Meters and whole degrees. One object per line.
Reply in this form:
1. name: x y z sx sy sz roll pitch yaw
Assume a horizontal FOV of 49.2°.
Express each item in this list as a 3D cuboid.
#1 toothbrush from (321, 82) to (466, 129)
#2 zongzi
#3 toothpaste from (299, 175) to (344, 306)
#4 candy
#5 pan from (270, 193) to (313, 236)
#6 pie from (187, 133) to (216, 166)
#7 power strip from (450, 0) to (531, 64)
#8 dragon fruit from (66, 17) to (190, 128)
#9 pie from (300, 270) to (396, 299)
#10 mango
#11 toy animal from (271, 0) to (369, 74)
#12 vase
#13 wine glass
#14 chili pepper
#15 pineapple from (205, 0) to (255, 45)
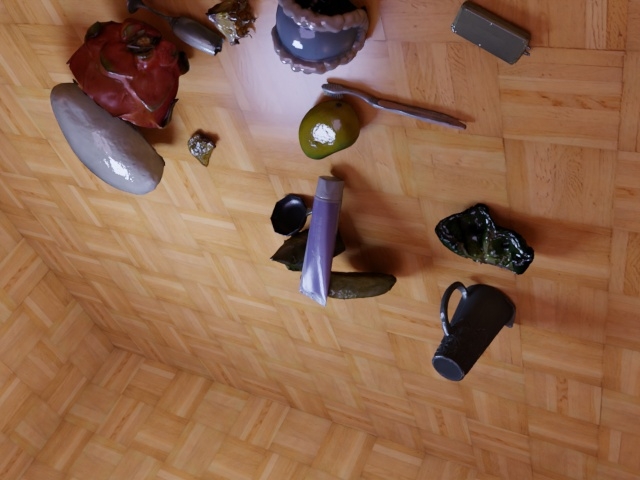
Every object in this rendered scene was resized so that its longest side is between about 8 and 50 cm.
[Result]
1. toothbrush: 0.172 -0.322 1.686 0.375 0.028 0.037 19 152 19
2. zongzi: -0.095 0.047 2.201 0.251 0.274 0.125 -28 84 55
3. toothpaste: 0.000 0.000 2.028 0.125 0.080 0.371 25 111 44
4. candy: -0.675 -0.312 2.165 0.386 0.186 0.427 34 163 37
5. pan: -0.063 -0.064 2.147 0.202 0.128 0.048 21 -178 40
6. pie: -0.373 -0.286 2.183 0.092 0.034 0.170 35 154 -10
7. power strip: 0.349 -0.415 1.411 0.169 0.028 0.076 31 148 3
8. dragon fruit: -0.477 -0.458 1.823 0.305 0.305 0.226 37 108 -10
9. pie: 0.093 0.133 2.189 0.323 0.070 0.323 2 -177 0
10. mango: 0.011 -0.285 1.814 0.137 0.091 0.237 49 144 -17
11. toy animal: -0.017 -0.461 1.533 0.208 0.156 0.204 30 145 8
12. vase: 0.430 0.261 2.050 0.251 0.301 0.156 48 145 -11
13. wine glass: -0.361 -0.548 1.779 0.262 0.074 0.074 29 148 2
14. chili pepper: 0.438 -0.006 1.848 0.264 0.116 0.148 20 158 17
15. pineapple: -0.221 -0.529 1.686 0.116 0.069 0.137 27 150 5
